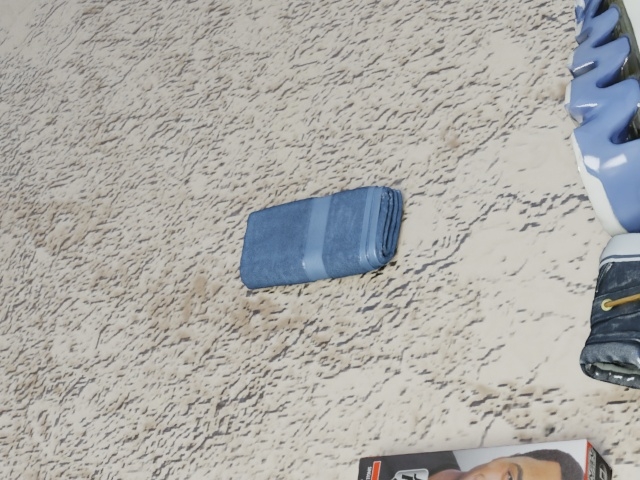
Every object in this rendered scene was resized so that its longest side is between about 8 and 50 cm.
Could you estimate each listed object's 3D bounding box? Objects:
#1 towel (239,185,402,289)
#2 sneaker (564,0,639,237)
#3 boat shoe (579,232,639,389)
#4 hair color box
[{"bbox_3d":[0.000,0.000,0.891,0.119,0.029,0.067,-10,53,30],"label":"towel"},{"bbox_3d":[0.247,-0.156,0.772,0.182,0.127,0.316,-13,59,24],"label":"sneaker"},{"bbox_3d":[0.227,0.043,0.672,0.183,0.065,0.083,-2,60,42],"label":"boat shoe"},{"bbox_3d":[0.087,0.154,0.701,0.141,0.043,0.072,-11,52,29],"label":"hair color box"}]
